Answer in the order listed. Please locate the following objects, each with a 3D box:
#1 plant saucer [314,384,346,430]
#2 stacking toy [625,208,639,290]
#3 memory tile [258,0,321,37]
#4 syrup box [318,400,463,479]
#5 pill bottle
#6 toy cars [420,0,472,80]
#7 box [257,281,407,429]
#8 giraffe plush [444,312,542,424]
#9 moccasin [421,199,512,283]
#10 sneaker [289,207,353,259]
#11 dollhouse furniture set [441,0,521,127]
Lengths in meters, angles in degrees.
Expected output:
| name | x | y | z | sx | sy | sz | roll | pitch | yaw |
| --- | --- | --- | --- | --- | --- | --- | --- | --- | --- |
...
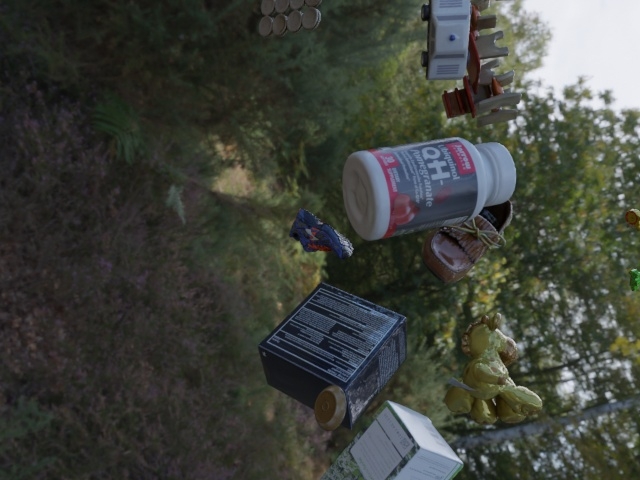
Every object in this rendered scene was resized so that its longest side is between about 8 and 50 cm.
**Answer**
| name | x | y | z | sx | sy | sz | roll | pitch | yaw |
| --- | --- | --- | --- | --- | --- | --- | --- | --- | --- |
| plant saucer | 0.014 | 0.308 | 1.122 | 0.015 | 0.083 | 0.083 | 24 | 35 | -36 |
| stacking toy | 0.881 | 0.009 | 1.615 | 0.052 | 0.167 | 0.221 | 28 | -51 | 60 |
| memory tile | -0.051 | -0.411 | 1.048 | 0.012 | 0.148 | 0.113 | 3 | 95 | -48 |
| syrup box | 0.066 | 0.341 | 0.809 | 0.096 | 0.236 | 0.093 | 31 | 10 | -34 |
| pill bottle | 0.219 | -0.111 | 1.217 | 0.176 | 0.319 | 0.176 | 169 | -90 | -72 |
| toy cars | 0.330 | -0.494 | 1.222 | 0.176 | 0.393 | 0.087 | 36 | 17 | -15 |
| box | 0.038 | 0.308 | 1.679 | 0.296 | 0.294 | 0.182 | 21 | -45 | 32 |
| giraffe plush | 0.331 | 0.246 | 1.212 | 0.210 | 0.181 | 0.170 | 42 | 45 | -31 |
| moccasin | 0.368 | -0.012 | 1.471 | 0.139 | 0.380 | 0.147 | 51 | -47 | 13 |
| sneaker | 0.000 | 0.000 | 1.509 | 0.083 | 0.087 | 0.221 | 34 | 1 | -40 |
| dollhouse furniture set | 0.358 | -0.385 | 1.429 | 0.259 | 0.135 | 0.261 | 52 | 26 | -71 |
